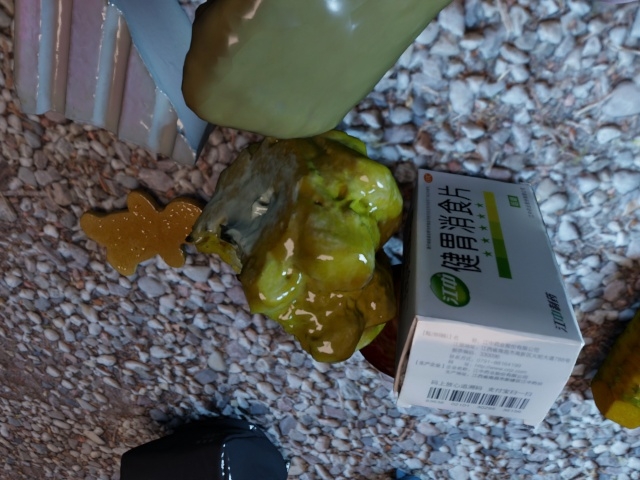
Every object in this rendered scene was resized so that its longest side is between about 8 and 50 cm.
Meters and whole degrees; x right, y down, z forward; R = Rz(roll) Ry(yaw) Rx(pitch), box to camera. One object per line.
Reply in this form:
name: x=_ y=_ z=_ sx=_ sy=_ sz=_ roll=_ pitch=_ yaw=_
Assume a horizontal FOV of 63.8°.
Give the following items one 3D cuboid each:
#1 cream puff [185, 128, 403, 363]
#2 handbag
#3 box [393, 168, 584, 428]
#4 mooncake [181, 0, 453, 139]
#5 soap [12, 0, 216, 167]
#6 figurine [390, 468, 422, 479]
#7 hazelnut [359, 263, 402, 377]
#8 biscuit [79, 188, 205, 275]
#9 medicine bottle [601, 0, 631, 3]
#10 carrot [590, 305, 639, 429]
cream puff: x=0.000 y=-0.007 z=0.723 sx=0.269 sy=0.323 sz=0.274 roll=33 pitch=94 yaw=-40
handbag: x=-0.247 y=0.494 z=1.150 sx=0.301 sy=0.275 sz=0.178 roll=-17 pitch=73 yaw=22
box: x=0.195 y=0.055 z=0.667 sx=0.173 sy=0.333 sz=0.145 roll=8 pitch=128 yaw=6
mooncake: x=-0.054 y=-0.314 z=0.444 sx=0.394 sy=0.393 sz=0.246 roll=39 pitch=123 yaw=-17
soap: x=-0.223 y=-0.279 z=0.638 sx=0.257 sy=0.159 sz=0.302 roll=23 pitch=126 yaw=0
figurine: x=0.212 y=0.606 z=1.159 sx=0.178 sy=0.114 sz=0.144 roll=29 pitch=125 yaw=-18
hazelnut: x=0.136 y=0.140 z=0.833 sx=0.177 sy=0.178 sz=0.204 roll=0 pitch=122 yaw=11
biscuit: x=-0.293 y=-0.019 z=0.893 sx=0.240 sy=0.035 sz=0.158 roll=-13 pitch=121 yaw=19
medicine bottle: x=0.203 y=-0.405 z=0.416 sx=0.388 sy=0.219 sz=0.219 roll=33 pitch=123 yaw=-20
carrot: x=0.532 y=0.172 z=0.812 sx=0.114 sy=0.114 sz=0.302 roll=11 pitch=123 yaw=4
